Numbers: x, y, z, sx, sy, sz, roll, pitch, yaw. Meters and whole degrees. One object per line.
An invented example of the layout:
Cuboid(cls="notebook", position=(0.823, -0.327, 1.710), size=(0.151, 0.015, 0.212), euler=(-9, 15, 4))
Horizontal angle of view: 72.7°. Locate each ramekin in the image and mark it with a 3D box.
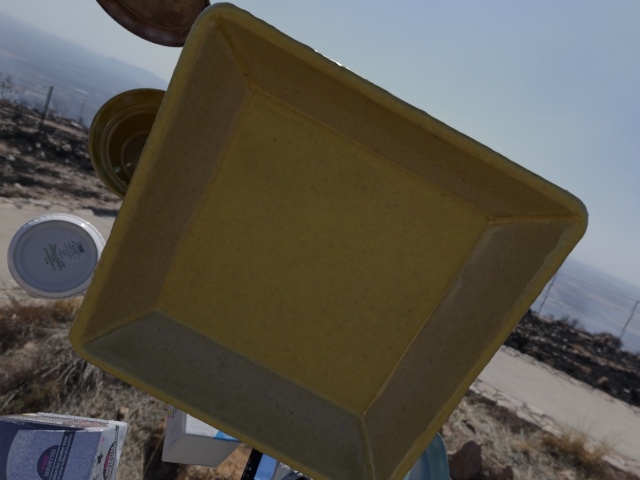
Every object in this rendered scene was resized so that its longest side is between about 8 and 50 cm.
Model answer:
Cuboid(cls="ramekin", position=(-0.604, 0.036, 1.002), size=(0.207, 0.207, 0.109), euler=(17, -11, -25))

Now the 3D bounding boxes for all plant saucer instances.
Cuboid(cls="plant saucer", position=(-0.010, 0.029, 0.396), size=(0.332, 0.333, 0.081), euler=(29, 16, -2))
Cuboid(cls="plant saucer", position=(0.176, 0.513, 0.792), size=(0.043, 0.318, 0.317), euler=(-3, -3, 30))
Cuboid(cls="plant saucer", position=(-0.225, -0.335, 0.583), size=(0.168, 0.029, 0.168), euler=(9, -23, 4))

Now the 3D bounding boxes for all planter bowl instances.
Cuboid(cls="planter bowl", position=(-0.306, -0.157, 0.800), size=(0.217, 0.217, 0.090), euler=(17, -13, -27))

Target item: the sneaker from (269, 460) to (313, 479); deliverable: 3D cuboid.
Cuboid(cls="sneaker", position=(-0.033, 0.437, 0.832), size=(0.105, 0.115, 0.281), euler=(33, 53, -16))

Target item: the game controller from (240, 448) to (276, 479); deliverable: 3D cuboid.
Cuboid(cls="game controller", position=(-0.093, 0.550, 1.131), size=(0.166, 0.067, 0.319), euler=(15, 41, 8))

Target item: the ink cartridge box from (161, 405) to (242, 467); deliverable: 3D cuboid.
Cuboid(cls="ink cartridge box", position=(-0.342, 0.505, 1.278), size=(0.171, 0.168, 0.233), euler=(22, 33, -27))

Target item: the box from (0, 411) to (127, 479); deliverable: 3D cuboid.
Cuboid(cls="box", position=(-0.414, 0.399, 0.650), size=(0.163, 0.247, 0.142), euler=(9, -19, -5))
